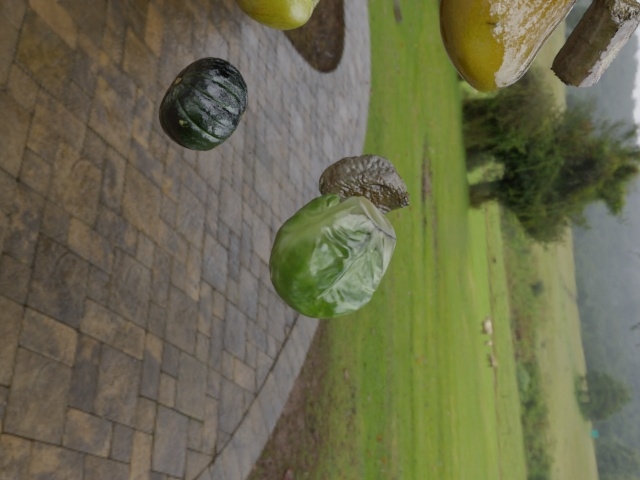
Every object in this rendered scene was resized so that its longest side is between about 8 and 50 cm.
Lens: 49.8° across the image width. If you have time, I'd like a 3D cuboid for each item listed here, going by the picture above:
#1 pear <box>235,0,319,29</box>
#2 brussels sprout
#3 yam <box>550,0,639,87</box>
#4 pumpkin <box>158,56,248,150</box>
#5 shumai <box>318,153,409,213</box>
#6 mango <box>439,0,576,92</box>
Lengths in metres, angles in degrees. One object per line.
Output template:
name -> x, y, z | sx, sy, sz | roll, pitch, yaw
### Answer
pear -> -0.085, -0.538, 1.427 | 0.200, 0.200, 0.199 | -10, 90, -72
brussels sprout -> 0.019, 0.030, 1.301 | 0.244, 0.244, 0.243 | -10, 90, -72
yam -> 0.662, -0.488, 1.643 | 0.129, 0.128, 0.238 | 56, -35, 27
pumpkin -> -0.264, -0.308, 1.554 | 0.162, 0.221, 0.220 | 40, 39, -33
shumai -> 0.122, -0.162, 1.826 | 0.183, 0.218, 0.185 | 61, 27, -27
mango -> 0.295, -0.393, 1.078 | 0.317, 0.212, 0.173 | -69, -159, 10
